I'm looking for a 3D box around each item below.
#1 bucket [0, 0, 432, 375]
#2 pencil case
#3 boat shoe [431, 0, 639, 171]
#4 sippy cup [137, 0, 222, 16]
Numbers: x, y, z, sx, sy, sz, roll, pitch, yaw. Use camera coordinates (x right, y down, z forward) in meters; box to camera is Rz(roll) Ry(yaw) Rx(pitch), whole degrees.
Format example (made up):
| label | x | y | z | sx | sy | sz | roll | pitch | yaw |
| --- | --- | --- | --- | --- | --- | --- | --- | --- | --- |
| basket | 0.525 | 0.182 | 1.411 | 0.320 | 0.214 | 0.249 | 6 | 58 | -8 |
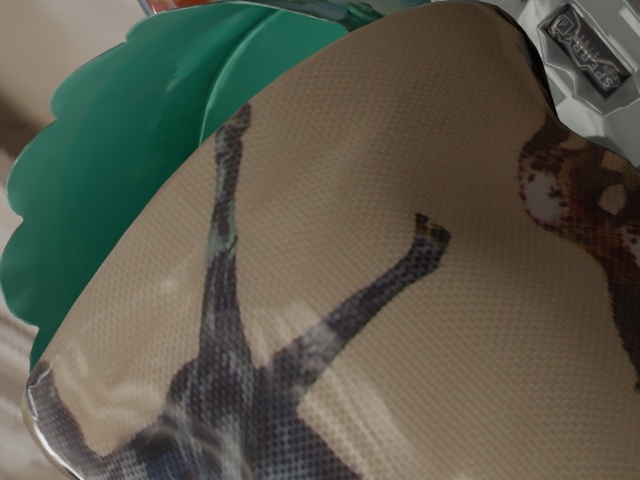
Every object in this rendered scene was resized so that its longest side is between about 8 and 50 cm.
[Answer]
| label | x | y | z | sx | sy | sz | roll | pitch | yaw |
| --- | --- | --- | --- | --- | --- | --- | --- | --- | --- |
| bucket | 0.000 | 0.000 | 0.936 | 0.183 | 0.281 | 0.281 | -34 | -79 | -59 |
| pencil case | 0.110 | 0.112 | 0.410 | 0.410 | 0.160 | 0.183 | 44 | -145 | 24 |
| boat shoe | 0.092 | -0.068 | 0.598 | 0.083 | 0.065 | 0.183 | 8 | -134 | -56 |
| sippy cup | -0.063 | -0.239 | 1.466 | 0.224 | 0.240 | 0.305 | 48 | -170 | -42 |
